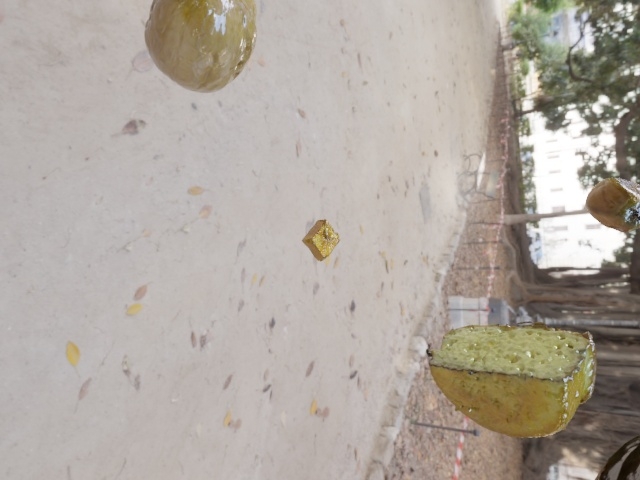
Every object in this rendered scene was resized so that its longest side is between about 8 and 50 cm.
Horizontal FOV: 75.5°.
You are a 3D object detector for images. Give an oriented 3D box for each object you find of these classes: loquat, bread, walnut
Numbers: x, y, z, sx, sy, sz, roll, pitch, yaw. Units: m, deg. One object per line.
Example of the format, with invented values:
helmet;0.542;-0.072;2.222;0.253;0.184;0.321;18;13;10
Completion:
loquat;0.670;-0.078;0.922;0.137;0.113;0.137;36;27;-21
bread;0.288;0.214;0.631;0.143;0.228;0.140;-24;101;-43
walnut;-0.211;-0.379;0.743;0.195;0.221;0.196;12;65;-27

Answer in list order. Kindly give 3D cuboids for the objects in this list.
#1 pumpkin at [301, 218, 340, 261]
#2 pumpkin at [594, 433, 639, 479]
pumpkin;0.000;0.000;0.997;0.074;0.053;0.083;55;53;-27
pumpkin;0.231;0.166;0.262;0.130;0.149;0.254;34;95;-22
